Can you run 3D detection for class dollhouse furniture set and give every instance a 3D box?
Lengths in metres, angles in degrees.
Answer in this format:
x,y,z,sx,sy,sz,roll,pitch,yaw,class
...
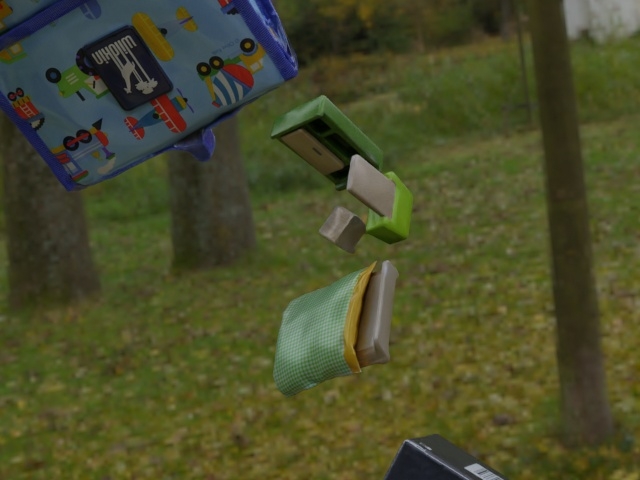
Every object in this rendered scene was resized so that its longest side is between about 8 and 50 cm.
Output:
x,y,z,sx,sy,sz,roll,pitch,yaw,class
0.000,0.000,0.690,0.076,0.151,0.058,-21,-44,37,dollhouse furniture set

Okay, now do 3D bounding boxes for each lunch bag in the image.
x,y,z,sx,sy,sz,roll,pitch,yaw,class
-0.168,-0.186,1.016,0.221,0.293,0.138,-27,17,18,lunch bag

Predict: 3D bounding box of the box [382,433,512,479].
x,y,z,sx,sy,sz,roll,pitch,yaw,class
0.108,0.262,1.045,0.156,0.158,0.093,31,6,20,box
